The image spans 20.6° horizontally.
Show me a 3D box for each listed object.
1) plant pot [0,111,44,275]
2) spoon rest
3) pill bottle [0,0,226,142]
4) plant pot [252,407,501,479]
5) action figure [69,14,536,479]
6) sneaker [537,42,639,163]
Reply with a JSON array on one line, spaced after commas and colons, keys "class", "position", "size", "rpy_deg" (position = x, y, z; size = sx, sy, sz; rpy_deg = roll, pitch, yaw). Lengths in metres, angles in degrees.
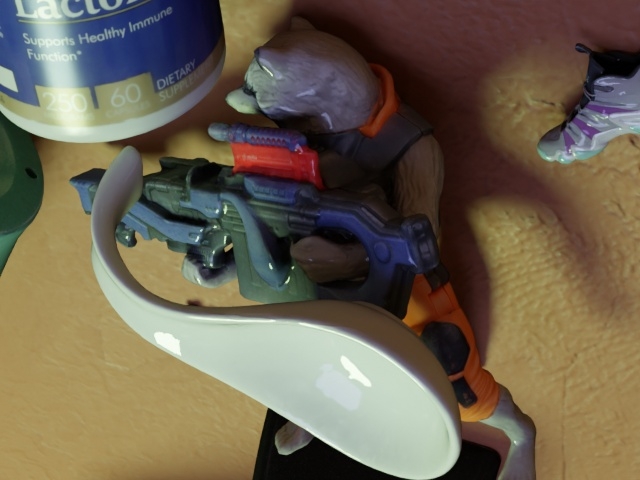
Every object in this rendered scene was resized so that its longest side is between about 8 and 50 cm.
[{"class": "plant pot", "position": [-0.338, -0.004, 1.227], "size": [0.271, 0.272, 0.255], "rpy_deg": [41, 120, -17]}, {"class": "spoon rest", "position": [-0.034, 0.054, 1.046], "size": [0.276, 0.084, 0.137], "rpy_deg": [34, 150, 16]}, {"class": "pill bottle", "position": [-0.146, -0.201, 1.024], "size": [0.153, 0.153, 0.265], "rpy_deg": [7, 133, 17]}, {"class": "plant pot", "position": [0.018, 0.256, 1.377], "size": [0.188, 0.167, 0.187], "rpy_deg": [17, 135, 9]}, {"class": "action figure", "position": [0.000, 0.000, 1.192], "size": [0.341, 0.178, 0.330], "rpy_deg": [19, 134, 42]}, {"class": "sneaker", "position": [0.167, -0.091, 1.084], "size": [0.098, 0.038, 0.069], "rpy_deg": [-22, 119, 25]}]
